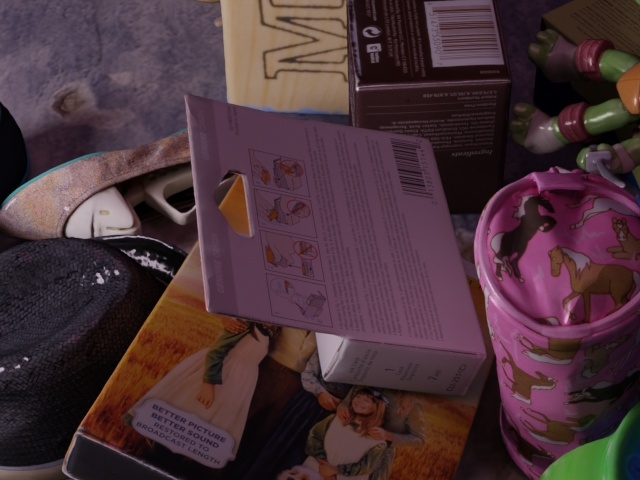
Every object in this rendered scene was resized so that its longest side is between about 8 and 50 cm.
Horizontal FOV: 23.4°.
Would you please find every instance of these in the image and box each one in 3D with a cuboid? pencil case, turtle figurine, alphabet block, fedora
[{"bbox_3d":[0.224,0.094,1.369,0.167,0.386,0.160,-40,61,-14],"label":"pencil case"},{"bbox_3d":[0.291,-0.169,1.568,0.274,0.198,0.266,-16,10,-35],"label":"turtle figurine"},{"bbox_3d":[-0.013,-0.284,1.847,0.193,0.197,0.192,2,48,2],"label":"alphabet block"},{"bbox_3d":[-0.263,0.098,1.476,0.334,0.152,0.334,-8,56,11],"label":"fedora"}]

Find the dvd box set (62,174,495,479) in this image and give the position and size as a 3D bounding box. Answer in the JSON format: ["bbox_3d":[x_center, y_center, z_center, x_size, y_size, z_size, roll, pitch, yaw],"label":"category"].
[{"bbox_3d":[-0.006,0.118,1.399,0.307,0.062,0.420,26,40,2],"label":"dvd box set"}]

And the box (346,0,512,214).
[{"bbox_3d":[0.116,-0.154,1.718,0.167,0.203,0.168,-3,47,-1],"label":"box"}]

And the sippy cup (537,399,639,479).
[{"bbox_3d":[0.347,0.266,1.308,0.240,0.224,0.305,-36,56,-26],"label":"sippy cup"}]

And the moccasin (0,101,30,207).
[{"bbox_3d":[-0.425,-0.030,1.667,0.137,0.117,0.342,1,44,12],"label":"moccasin"}]

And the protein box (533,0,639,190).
[{"bbox_3d":[0.391,-0.197,1.798,0.201,0.136,0.200,-28,52,-22],"label":"protein box"}]

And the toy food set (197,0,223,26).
[{"bbox_3d":[-0.138,-0.362,2.029,0.132,0.038,0.192,-28,53,-23],"label":"toy food set"}]

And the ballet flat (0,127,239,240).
[{"bbox_3d":[-0.196,-0.051,1.702,0.316,0.107,0.106,-24,58,-18],"label":"ballet flat"}]

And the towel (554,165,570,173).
[{"bbox_3d":[0.401,0.034,1.450,0.317,0.053,0.332,21,8,-19],"label":"towel"}]

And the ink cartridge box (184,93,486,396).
[{"bbox_3d":[0.000,0.000,1.430,0.261,0.066,0.296,9,42,-18],"label":"ink cartridge box"}]
